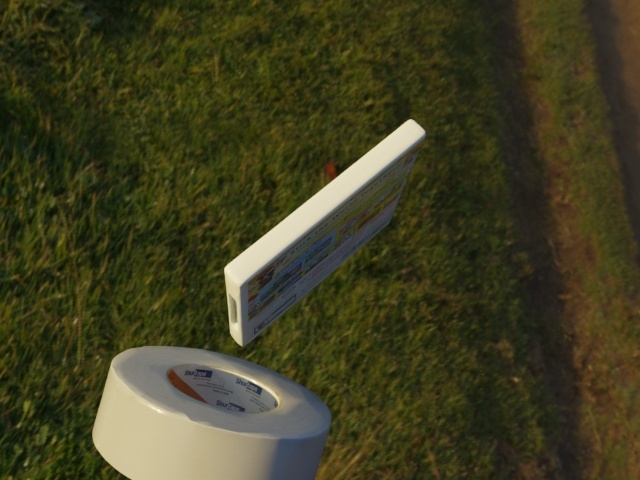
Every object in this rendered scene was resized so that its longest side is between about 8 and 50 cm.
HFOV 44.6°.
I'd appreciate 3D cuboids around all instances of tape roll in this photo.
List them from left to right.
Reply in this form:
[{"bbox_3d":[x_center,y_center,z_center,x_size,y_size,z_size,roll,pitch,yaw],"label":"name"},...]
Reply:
[{"bbox_3d":[-0.102,0.174,0.758,0.219,0.219,0.072,14,97,-28],"label":"tape roll"}]

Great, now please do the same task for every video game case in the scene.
[{"bbox_3d":[0.000,0.000,0.771,0.227,0.206,0.026,-39,76,-18],"label":"video game case"}]
